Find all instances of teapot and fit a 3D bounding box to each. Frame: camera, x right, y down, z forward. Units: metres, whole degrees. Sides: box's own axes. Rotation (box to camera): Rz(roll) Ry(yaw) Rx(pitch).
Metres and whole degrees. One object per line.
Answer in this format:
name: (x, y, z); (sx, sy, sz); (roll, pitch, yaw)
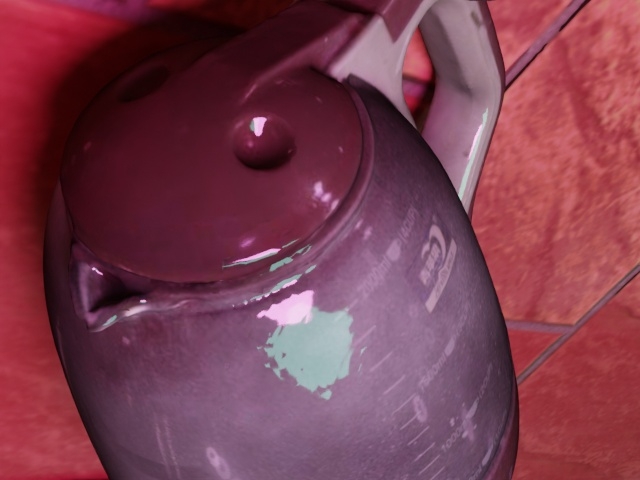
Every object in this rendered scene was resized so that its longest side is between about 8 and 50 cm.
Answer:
teapot: (0.000, 0.000, 0.725); (0.315, 0.233, 0.312); (-52, 152, -23)
